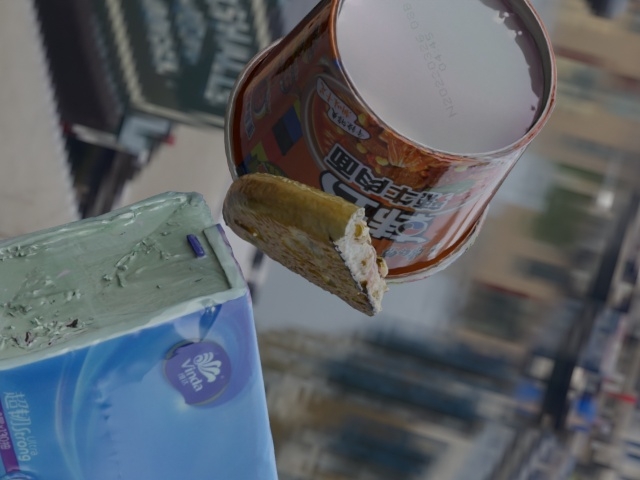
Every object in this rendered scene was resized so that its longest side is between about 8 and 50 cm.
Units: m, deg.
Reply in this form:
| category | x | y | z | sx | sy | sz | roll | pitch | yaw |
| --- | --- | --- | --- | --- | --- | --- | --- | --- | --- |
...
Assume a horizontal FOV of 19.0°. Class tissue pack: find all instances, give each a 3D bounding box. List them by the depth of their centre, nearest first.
| category | x | y | z | sx | sy | sz | roll | pitch | yaw |
| --- | --- | --- | --- | --- | --- | --- | --- | --- | --- |
| tissue pack | -0.137 | 0.124 | 1.250 | 0.146 | 0.198 | 0.263 | -122 | -160 | -51 |

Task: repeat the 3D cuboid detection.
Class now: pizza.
| category | x | y | z | sx | sy | sz | roll | pitch | yaw |
| --- | --- | --- | --- | --- | --- | --- | --- | --- | --- |
| pizza | 0.000 | 0.000 | 1.245 | 0.041 | 0.131 | 0.178 | -55 | -168 | -14 |

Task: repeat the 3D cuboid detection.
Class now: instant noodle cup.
| category | x | y | z | sx | sy | sz | roll | pitch | yaw |
| --- | --- | --- | --- | --- | --- | --- | --- | --- | --- |
| instant noodle cup | 0.068 | -0.112 | 1.564 | 0.192 | 0.250 | 0.250 | -48 | -163 | 58 |
